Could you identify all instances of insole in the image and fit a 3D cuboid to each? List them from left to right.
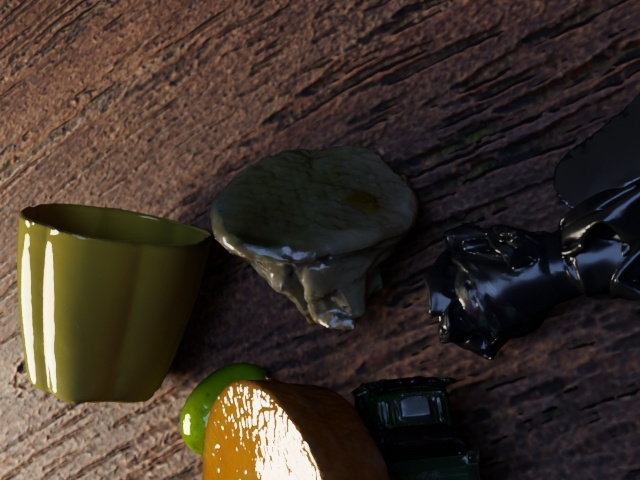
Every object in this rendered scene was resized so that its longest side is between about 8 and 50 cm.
[{"bbox_3d":[0.293,-0.109,0.762,0.232,0.003,0.080,-43,62,16],"label":"insole"}]

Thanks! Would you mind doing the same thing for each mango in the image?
[{"bbox_3d":[-0.094,0.166,0.904,0.108,0.056,0.073,-41,66,3],"label":"mango"}]

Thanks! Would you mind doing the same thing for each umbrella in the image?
[{"bbox_3d":[0.212,0.015,0.722,0.272,0.110,0.122,-17,111,29],"label":"umbrella"}]

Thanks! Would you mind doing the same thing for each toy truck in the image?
[{"bbox_3d":[0.081,0.239,0.735,0.088,0.121,0.259,-4,74,-8],"label":"toy truck"}]

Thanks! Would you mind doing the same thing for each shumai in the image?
[{"bbox_3d":[0.000,0.000,0.853,0.201,0.201,0.120,22,132,32],"label":"shumai"}]

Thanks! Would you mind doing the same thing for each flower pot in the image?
[{"bbox_3d":[-0.217,0.066,0.932,0.195,0.195,0.179,16,101,32],"label":"flower pot"}]

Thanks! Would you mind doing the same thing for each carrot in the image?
[{"bbox_3d":[-0.007,0.249,0.729,0.307,0.100,0.258,-134,46,-54],"label":"carrot"}]
